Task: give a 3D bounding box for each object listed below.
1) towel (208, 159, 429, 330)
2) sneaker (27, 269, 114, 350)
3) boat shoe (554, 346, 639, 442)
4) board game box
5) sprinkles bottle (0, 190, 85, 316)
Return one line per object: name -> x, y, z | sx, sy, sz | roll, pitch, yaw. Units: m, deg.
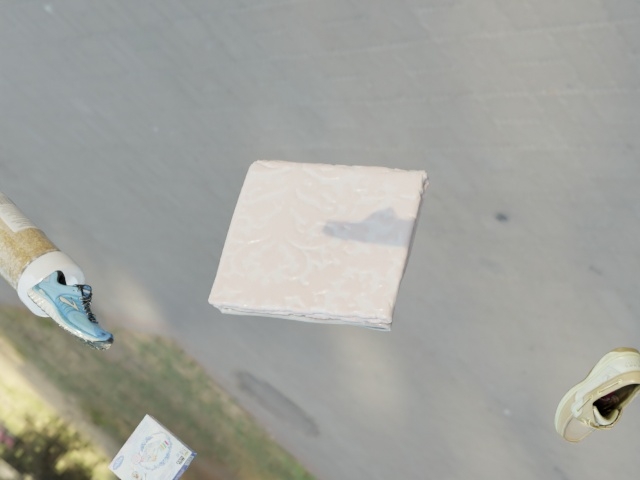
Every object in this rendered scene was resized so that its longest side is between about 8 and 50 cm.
towel -> 0.000, 0.000, 2.140 | 0.331, 0.317, 0.053 | 5, 149, 17
sneaker -> -0.359, 0.098, 1.817 | 0.162, 0.073, 0.063 | 37, 171, 24
boat shoe -> 0.274, 0.162, 1.218 | 0.050, 0.045, 0.135 | 7, 134, -18
board game box -> -0.226, 0.296, 1.661 | 0.090, 0.090, 0.020 | 35, 177, 25
sprinkles bottle -> -0.595, -0.001, 2.363 | 0.355, 0.121, 0.121 | 40, 164, 31
